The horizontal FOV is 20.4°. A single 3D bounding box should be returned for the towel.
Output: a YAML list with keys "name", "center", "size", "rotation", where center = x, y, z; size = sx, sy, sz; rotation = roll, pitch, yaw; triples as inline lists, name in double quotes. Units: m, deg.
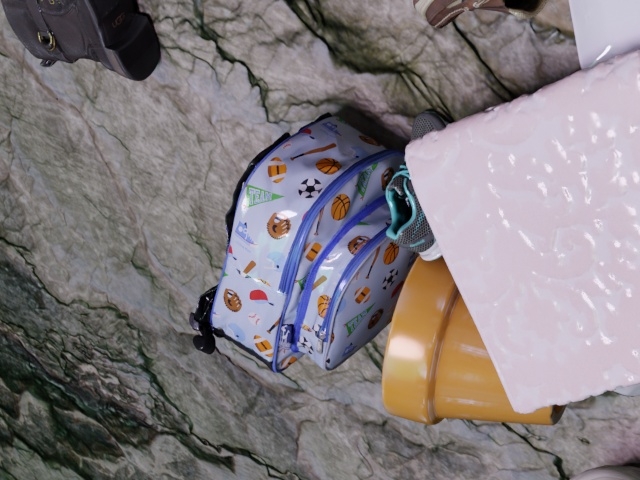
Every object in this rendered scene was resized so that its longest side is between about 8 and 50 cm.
- name: "towel"
  center: [0.263, -0.002, 1.787]
  size: [0.332, 0.053, 0.317]
  rotation: [-21, 95, 45]

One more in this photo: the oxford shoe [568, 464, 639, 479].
- name: "oxford shoe"
  center: [0.447, 0.417, 2.072]
  size: [0.449, 0.169, 0.130]
  rotation: [43, -172, -6]

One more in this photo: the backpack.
- name: "backpack"
  center: [0.000, 0.000, 2.043]
  size: [0.213, 0.276, 0.263]
  rotation: [22, 131, 24]

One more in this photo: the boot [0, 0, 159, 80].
- name: "boot"
  center: [-0.330, -0.310, 2.237]
  size: [0.229, 0.091, 0.263]
  rotation: [17, 137, 37]

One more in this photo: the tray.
- name: "tray"
  center: [0.289, -0.267, 1.651]
  size: [0.145, 0.030, 0.270]
  rotation: [16, 134, 39]

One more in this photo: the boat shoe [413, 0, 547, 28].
- name: "boat shoe"
  center: [0.171, -0.249, 1.717]
  size: [0.095, 0.095, 0.257]
  rotation: [52, 158, 1]

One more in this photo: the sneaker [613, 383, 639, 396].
- name: "sneaker"
  center: [0.274, 0.031, 1.914]
  size: [0.292, 0.110, 0.118]
  rotation: [43, 122, 17]

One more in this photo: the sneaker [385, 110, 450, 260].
- name: "sneaker"
  center: [0.107, -0.064, 1.951]
  size: [0.065, 0.076, 0.166]
  rotation: [-13, 71, 49]

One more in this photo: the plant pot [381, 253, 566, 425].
- name: "plant pot"
  center: [0.192, 0.123, 2.013]
  size: [0.188, 0.205, 0.205]
  rotation: [14, 135, 17]
